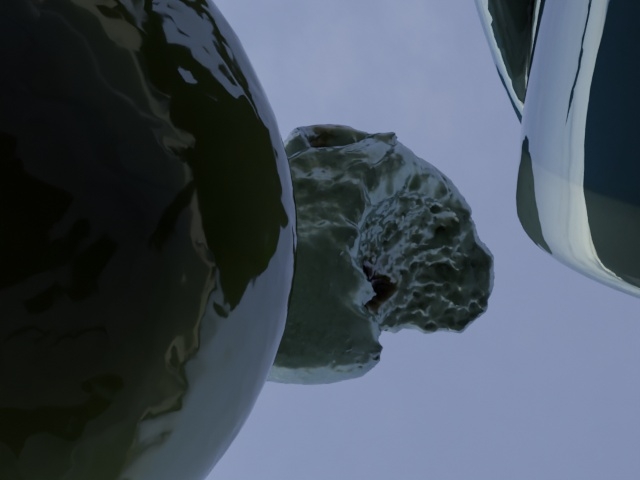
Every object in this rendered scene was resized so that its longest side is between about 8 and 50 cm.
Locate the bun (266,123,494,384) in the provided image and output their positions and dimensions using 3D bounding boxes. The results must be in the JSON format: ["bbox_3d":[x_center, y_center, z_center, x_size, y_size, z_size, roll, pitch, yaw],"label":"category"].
[{"bbox_3d":[0.000,0.000,0.832,0.204,0.212,0.126,2,-74,7],"label":"bun"}]

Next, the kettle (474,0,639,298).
[{"bbox_3d":[0.179,-0.166,0.549,0.320,0.247,0.342,14,-69,35],"label":"kettle"}]

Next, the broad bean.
[{"bbox_3d":[-0.123,-0.027,0.497,0.238,0.119,0.291,-12,-99,-31],"label":"broad bean"}]
